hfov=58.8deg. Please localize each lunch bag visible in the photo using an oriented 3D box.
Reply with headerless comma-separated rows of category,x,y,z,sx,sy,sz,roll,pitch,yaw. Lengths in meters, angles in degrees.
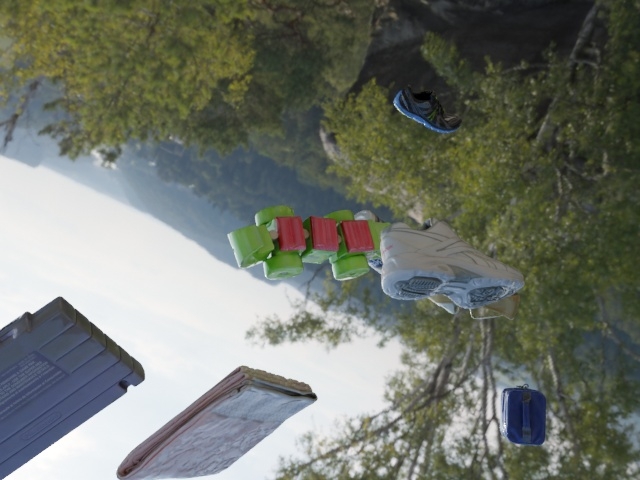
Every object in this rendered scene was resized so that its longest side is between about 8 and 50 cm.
lunch bag,0.340,0.290,0.950,0.067,0.099,0.065,2,171,5

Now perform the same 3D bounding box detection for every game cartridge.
game cartridge,-0.505,0.260,0.938,0.230,0.355,0.068,58,175,-36

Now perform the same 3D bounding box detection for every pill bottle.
pill bottle,0.134,0.017,1.231,0.169,0.094,0.094,36,173,-24

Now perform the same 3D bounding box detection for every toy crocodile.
toy crocodile,0.000,0.000,0.966,0.340,0.115,0.105,1,159,-32

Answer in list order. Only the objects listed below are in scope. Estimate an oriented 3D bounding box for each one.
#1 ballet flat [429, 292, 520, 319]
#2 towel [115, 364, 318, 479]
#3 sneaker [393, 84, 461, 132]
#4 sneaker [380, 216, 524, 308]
ballet flat,0.331,0.140,1.295,0.232,0.073,0.080,4,-174,25
towel,-0.189,0.383,1.151,0.053,0.317,0.332,55,-173,30
sneaker,0.271,-0.320,1.383,0.188,0.078,0.067,20,-147,-20
sneaker,0.178,0.021,0.757,0.232,0.115,0.090,12,143,-30
